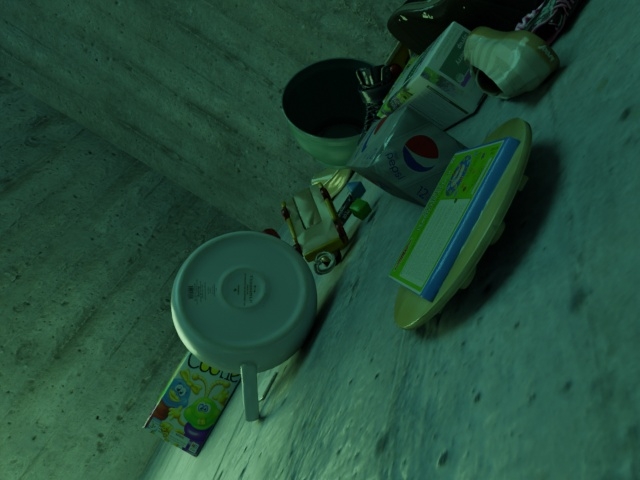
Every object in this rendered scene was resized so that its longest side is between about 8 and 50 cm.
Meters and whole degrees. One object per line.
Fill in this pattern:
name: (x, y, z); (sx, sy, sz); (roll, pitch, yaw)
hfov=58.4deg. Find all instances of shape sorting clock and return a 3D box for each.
shape sorting clock: (0.122, -0.013, 0.503); (0.206, 0.040, 0.206); (-60, 7, 12)

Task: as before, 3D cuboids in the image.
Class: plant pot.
plant pot: (0.052, -0.315, 1.534); (0.196, 0.293, 0.293); (83, -149, -58)

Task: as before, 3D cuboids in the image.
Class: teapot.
teapot: (-0.123, 0.125, 0.966); (0.256, 0.253, 0.187); (-46, -19, -26)

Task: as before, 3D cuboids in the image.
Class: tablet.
tablet: (-0.102, 0.263, 1.020); (0.054, 0.006, 0.083); (-61, 8, -29)

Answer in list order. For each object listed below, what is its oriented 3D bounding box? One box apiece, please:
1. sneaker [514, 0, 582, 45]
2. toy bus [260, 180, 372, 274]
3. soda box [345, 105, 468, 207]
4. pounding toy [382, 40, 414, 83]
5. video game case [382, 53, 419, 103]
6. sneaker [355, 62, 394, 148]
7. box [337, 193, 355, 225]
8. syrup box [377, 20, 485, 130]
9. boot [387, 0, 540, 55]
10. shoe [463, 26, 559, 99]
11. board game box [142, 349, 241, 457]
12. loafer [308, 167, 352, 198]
sneaker: (0.258, -0.251, 0.616); (0.057, 0.047, 0.119); (-77, 12, -51)
toy bus: (0.002, -0.011, 1.084); (0.191, 0.104, 0.202); (12, 63, 35)
soda box: (0.111, -0.119, 0.828); (0.091, 0.098, 0.286); (-57, 6, 5)
pounding toy: (0.207, -0.423, 1.362); (0.141, 0.130, 0.100); (-57, 7, 11)
video game case: (0.219, -0.337, 1.120); (0.206, 0.026, 0.227); (-56, 22, 12)
sneaker: (0.117, -0.295, 1.280); (0.226, 0.086, 0.163); (-68, -33, -40)
box: (0.057, -0.068, 1.313); (0.067, 0.018, 0.083); (-56, 7, 13)
syrup box: (0.174, -0.230, 0.874); (0.093, 0.096, 0.237); (-58, 6, -5)
boot: (0.273, -0.456, 0.929); (0.284, 0.138, 0.377); (-58, 15, -4)
shoe: (0.197, -0.199, 0.652); (0.058, 0.077, 0.219); (-51, 10, 14)
board game box: (-0.295, 0.358, 1.398); (0.275, 0.142, 0.144); (-60, 7, -19)
loafer: (0.024, -0.184, 1.760); (0.268, 0.092, 0.101); (-52, 9, 42)
